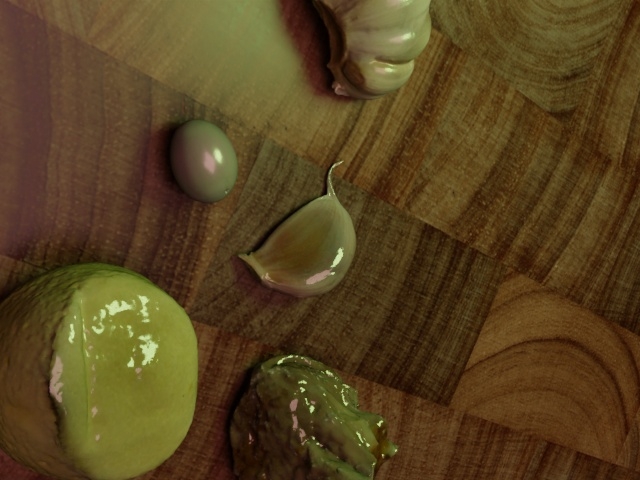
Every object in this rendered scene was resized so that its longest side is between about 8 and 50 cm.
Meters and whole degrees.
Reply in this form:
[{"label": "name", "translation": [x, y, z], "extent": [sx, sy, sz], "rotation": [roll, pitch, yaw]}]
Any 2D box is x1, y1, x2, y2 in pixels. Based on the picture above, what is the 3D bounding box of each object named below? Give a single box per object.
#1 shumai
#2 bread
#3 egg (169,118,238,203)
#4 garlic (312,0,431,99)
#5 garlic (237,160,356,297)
[{"label": "shumai", "translation": [-0.006, 0.365, 1.322], "extent": [0.267, 0.262, 0.314], "rotation": [-29, 113, -24]}, {"label": "bread", "translation": [-0.338, 0.192, 1.100], "extent": [0.320, 0.237, 0.321], "rotation": [-15, 111, -44]}, {"label": "egg", "translation": [-0.183, -0.124, 1.187], "extent": [0.103, 0.103, 0.135], "rotation": [-24, 110, -25]}, {"label": "garlic", "translation": [0.107, -0.381, 1.259], "extent": [0.203, 0.184, 0.281], "rotation": [-41, 120, -35]}, {"label": "garlic", "translation": [0.004, -0.001, 1.348], "extent": [0.267, 0.128, 0.148], "rotation": [-51, 134, -23]}]
